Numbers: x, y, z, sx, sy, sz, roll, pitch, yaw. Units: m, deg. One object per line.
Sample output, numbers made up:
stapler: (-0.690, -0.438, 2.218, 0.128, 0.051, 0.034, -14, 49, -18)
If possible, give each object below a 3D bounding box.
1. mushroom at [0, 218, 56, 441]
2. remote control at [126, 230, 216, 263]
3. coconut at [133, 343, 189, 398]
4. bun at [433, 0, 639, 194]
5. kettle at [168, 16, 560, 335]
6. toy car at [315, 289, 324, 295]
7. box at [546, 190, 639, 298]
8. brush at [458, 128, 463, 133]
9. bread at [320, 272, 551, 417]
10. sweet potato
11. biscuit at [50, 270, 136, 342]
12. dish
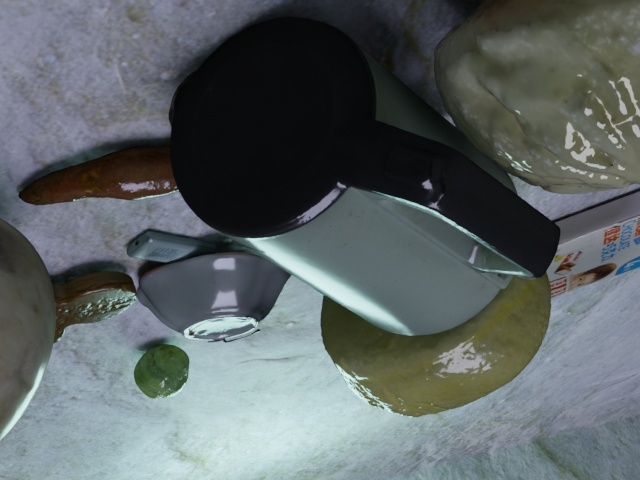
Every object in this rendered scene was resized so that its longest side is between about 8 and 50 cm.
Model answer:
mushroom: (-0.441, 0.125, 1.037, 0.353, 0.325, 0.353, -10, 160, -4)
remote control: (-0.193, 0.013, 1.355, 0.053, 0.018, 0.124, -36, 151, 31)
coconut: (-0.251, 0.209, 1.649, 0.088, 0.088, 0.096, -5, 147, -29)
bun: (0.284, -0.169, 0.986, 0.349, 0.227, 0.352, -31, 178, -28)
kettle: (0.075, -0.040, 1.078, 0.376, 0.361, 0.250, 30, 86, -56)
toy car: (0.000, 0.000, 1.372, 0.126, 0.098, 0.161, -29, 156, 16)
box: (0.441, 0.026, 1.808, 0.265, 0.048, 0.273, -21, 155, 4)
brush: (0.206, -0.150, 1.304, 0.085, 0.020, 0.336, 5, 146, -41)
bread: (0.165, 0.099, 1.459, 0.320, 0.320, 0.237, -30, 132, 22)
sweet potato: (-0.200, -0.071, 1.132, 0.255, 0.058, 0.078, -8, 174, -13)
biscuit: (-0.389, 0.092, 1.343, 0.301, 0.049, 0.197, -13, 159, -13)
dish: (-0.143, 0.091, 1.440, 0.229, 0.081, 0.229, -7, 160, -3)
